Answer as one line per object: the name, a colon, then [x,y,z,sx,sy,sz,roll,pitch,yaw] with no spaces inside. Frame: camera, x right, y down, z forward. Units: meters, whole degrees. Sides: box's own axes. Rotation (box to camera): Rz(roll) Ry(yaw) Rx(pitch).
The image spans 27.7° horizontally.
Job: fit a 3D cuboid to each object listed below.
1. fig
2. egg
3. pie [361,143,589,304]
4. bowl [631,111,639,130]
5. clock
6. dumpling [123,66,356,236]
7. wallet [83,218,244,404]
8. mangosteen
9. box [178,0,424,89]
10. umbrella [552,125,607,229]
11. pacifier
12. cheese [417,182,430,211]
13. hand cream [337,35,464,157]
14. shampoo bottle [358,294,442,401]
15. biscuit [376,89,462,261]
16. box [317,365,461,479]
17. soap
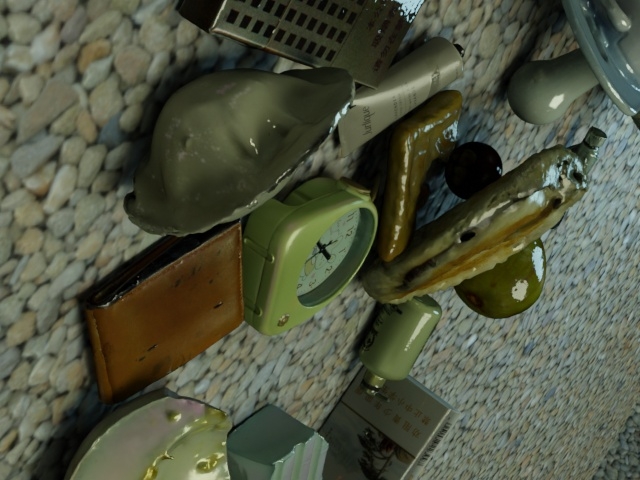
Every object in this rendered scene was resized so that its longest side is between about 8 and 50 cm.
fig: [0.280,0.031,1.909,0.186,0.142,0.148,-32,175,-16]
egg: [-0.181,0.276,1.415,0.206,0.162,0.271,-16,107,-6]
pie: [0.204,-0.014,1.677,0.339,0.077,0.339,-30,169,-7]
bowl: [0.531,-0.255,1.913,0.157,0.337,0.337,1,130,-13]
clock: [0.000,0.000,1.490,0.232,0.069,0.170,-29,144,-43]
dumpling: [-0.062,-0.088,1.172,0.247,0.172,0.142,-42,126,-19]
wallet: [-0.159,0.067,1.338,0.195,0.042,0.161,-35,143,-31]
mangosteen: [0.198,-0.094,1.706,0.081,0.081,0.081,-40,150,-28]
box: [0.009,-0.252,1.230,0.325,0.047,0.180,6,116,-62]
umbrella: [0.391,-0.097,2.045,0.046,0.050,0.188,-70,-176,-55]
pacifier: [0.343,-0.238,1.691,0.233,0.244,0.299,-32,159,27]
cheese: [0.112,-0.054,1.671,0.111,0.017,0.047,-2,120,-58]
hand cream: [0.090,-0.170,1.465,0.186,0.054,0.087,-36,145,-20]
shampoo bottle: [0.102,0.146,1.820,0.079,0.079,0.162,2,120,-60]
biscuit: [0.120,-0.085,1.563,0.183,0.039,0.174,-43,143,-51]
box: [0.075,0.300,1.879,0.233,0.149,0.067,-56,151,2]
soap: [-0.068,0.316,1.728,0.145,0.091,0.230,-36,148,-38]
